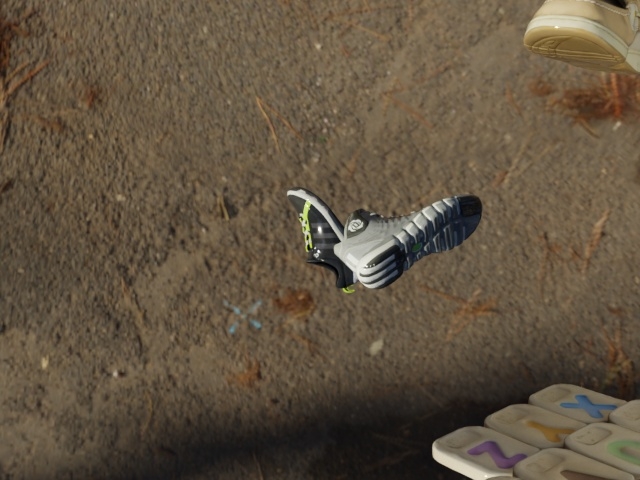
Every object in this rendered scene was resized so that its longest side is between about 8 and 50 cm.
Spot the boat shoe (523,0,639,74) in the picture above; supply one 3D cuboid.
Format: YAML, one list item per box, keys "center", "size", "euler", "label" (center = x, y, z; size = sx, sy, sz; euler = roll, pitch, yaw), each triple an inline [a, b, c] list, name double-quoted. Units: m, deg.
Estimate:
- center: [0.171, -0.141, 0.539]
  size: [0.063, 0.170, 0.059]
  euler: [13, 101, 25]
  label: "boat shoe"

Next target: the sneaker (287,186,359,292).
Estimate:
- center: [0.000, 0.000, 1.673]
  size: [0.097, 0.084, 0.235]
  euler: [-40, 85, -11]
  label: "sneaker"

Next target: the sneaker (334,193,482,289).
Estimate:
- center: [0.116, -0.027, 1.247]
  size: [0.228, 0.132, 0.086]
  euler: [-28, 130, -25]
  label: "sneaker"

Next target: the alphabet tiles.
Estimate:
- center: [0.226, 0.152, 0.559]
  size: [0.284, 0.278, 0.021]
  euler: [-12, 108, -39]
  label: "alphabet tiles"
